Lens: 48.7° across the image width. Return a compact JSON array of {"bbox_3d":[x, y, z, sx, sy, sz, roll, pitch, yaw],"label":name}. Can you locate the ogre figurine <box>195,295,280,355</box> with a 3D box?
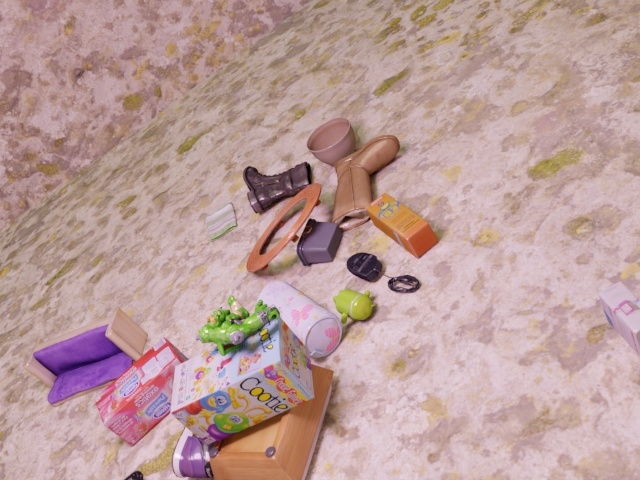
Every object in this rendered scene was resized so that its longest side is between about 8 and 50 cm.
[{"bbox_3d":[-0.184,0.180,1.510,0.197,0.097,0.118,14,37,34],"label":"ogre figurine"}]

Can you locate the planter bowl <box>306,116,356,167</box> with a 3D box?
[{"bbox_3d":[0.050,-0.308,2.307,0.162,0.109,0.162,-24,36,19],"label":"planter bowl"}]

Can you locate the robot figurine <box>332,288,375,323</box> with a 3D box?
[{"bbox_3d":[0.083,0.161,1.773,0.101,0.067,0.115,-41,33,-27],"label":"robot figurine"}]

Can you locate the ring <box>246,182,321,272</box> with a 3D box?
[{"bbox_3d":[-0.104,-0.034,2.108,0.336,0.032,0.336,-45,17,17],"label":"ring"}]

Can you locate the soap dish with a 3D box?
[{"bbox_3d":[-0.114,0.412,1.609,0.229,0.118,0.291,-10,43,33],"label":"soap dish"}]

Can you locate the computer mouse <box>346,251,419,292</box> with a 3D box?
[{"bbox_3d":[0.160,0.089,1.825,0.242,0.041,0.071,24,65,44],"label":"computer mouse"}]

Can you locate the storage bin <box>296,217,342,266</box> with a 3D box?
[{"bbox_3d":[0.000,0.000,2.018,0.091,0.098,0.135,0,48,27],"label":"storage bin"}]

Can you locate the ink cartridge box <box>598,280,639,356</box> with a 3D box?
[{"bbox_3d":[0.587,0.151,1.331,0.052,0.088,0.122,-29,36,6],"label":"ink cartridge box"}]

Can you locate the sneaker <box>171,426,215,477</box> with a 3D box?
[{"bbox_3d":[-0.255,0.448,1.730,0.124,0.107,0.283,-3,49,19],"label":"sneaker"}]

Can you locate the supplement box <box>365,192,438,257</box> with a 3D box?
[{"bbox_3d":[0.213,-0.044,1.891,0.078,0.080,0.233,-39,33,-6],"label":"supplement box"}]

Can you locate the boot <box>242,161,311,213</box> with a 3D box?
[{"bbox_3d":[-0.137,-0.205,2.388,0.229,0.091,0.263,-26,40,6],"label":"boot"}]

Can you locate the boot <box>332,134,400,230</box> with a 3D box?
[{"bbox_3d":[0.141,-0.171,2.101,0.236,0.089,0.269,-30,35,26],"label":"boot"}]

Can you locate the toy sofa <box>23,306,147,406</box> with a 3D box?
[{"bbox_3d":[-0.726,0.360,2.170,0.362,0.150,0.177,-21,37,21],"label":"toy sofa"}]

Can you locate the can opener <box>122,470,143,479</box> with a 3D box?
[{"bbox_3d":[-0.510,0.637,1.746,0.186,0.073,0.059,-42,42,9],"label":"can opener"}]

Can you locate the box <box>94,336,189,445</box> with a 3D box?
[{"bbox_3d":[-0.466,0.407,1.914,0.257,0.122,0.128,-42,35,-7],"label":"box"}]

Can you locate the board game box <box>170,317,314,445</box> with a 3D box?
[{"bbox_3d":[-0.170,0.308,1.546,0.275,0.142,0.144,-27,34,14],"label":"board game box"}]

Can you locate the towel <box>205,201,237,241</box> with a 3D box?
[{"bbox_3d":[-0.346,-0.067,2.446,0.113,0.023,0.152,-33,35,7],"label":"towel"}]

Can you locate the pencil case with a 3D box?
[{"bbox_3d":[-0.060,0.198,1.815,0.124,0.113,0.273,-54,37,-7],"label":"pencil case"}]
